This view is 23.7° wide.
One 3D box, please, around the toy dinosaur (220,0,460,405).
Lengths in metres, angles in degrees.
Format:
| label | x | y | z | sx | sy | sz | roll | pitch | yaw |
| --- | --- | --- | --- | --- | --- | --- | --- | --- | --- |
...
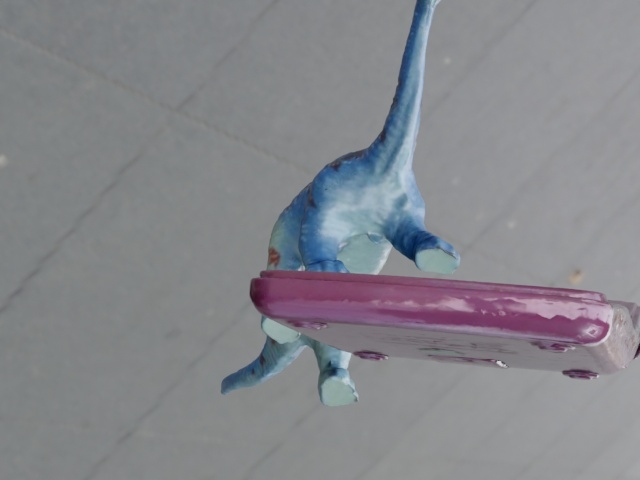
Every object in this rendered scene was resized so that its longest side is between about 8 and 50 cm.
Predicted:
| label | x | y | z | sx | sy | sz | roll | pitch | yaw |
| --- | --- | --- | --- | --- | --- | --- | --- | --- | --- |
| toy dinosaur | 0.007 | 0.009 | 0.845 | 0.076 | 0.144 | 0.329 | 15 | 121 | -17 |

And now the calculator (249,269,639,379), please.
| label | x | y | z | sx | sy | sz | roll | pitch | yaw |
| --- | --- | --- | --- | --- | --- | --- | --- | --- | --- |
| calculator | 0.055 | 0.032 | 0.576 | 0.190 | 0.127 | 0.034 | 17 | 78 | -74 |
